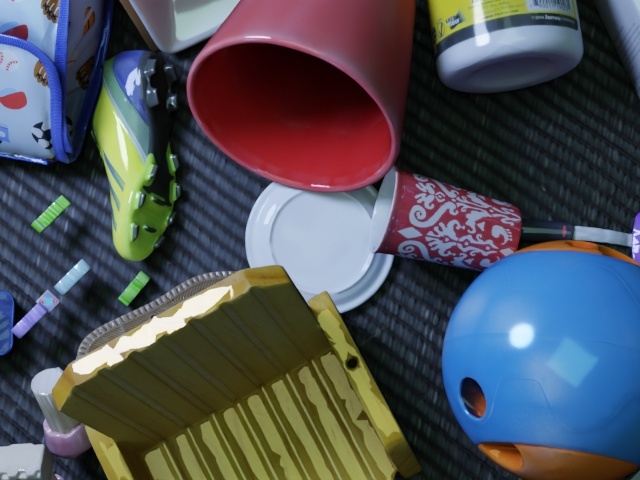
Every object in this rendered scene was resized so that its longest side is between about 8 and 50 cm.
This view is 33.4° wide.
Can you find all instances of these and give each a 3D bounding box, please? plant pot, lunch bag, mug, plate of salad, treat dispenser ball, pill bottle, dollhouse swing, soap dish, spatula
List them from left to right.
[{"bbox_3d":[-0.455,-0.310,1.418,0.328,0.239,0.385,11,99,6],"label":"lunch bag"},{"bbox_3d":[-0.444,0.107,1.432,0.067,0.065,0.098,3,84,-15],"label":"lunch bag"},{"bbox_3d":[-0.139,-0.392,1.408,0.291,0.229,0.118,-26,64,1],"label":"soap dish"},{"bbox_3d":[-0.092,0.239,1.263,0.347,0.305,0.315,-28,80,0],"label":"dollhouse swing"},{"bbox_3d":[-0.001,-0.237,1.338,0.275,0.275,0.243,16,59,7],"label":"plant pot"},{"bbox_3d":[0.000,0.000,1.417,0.200,0.048,0.200,0,89,-6],"label":"plate of salad"},{"bbox_3d":[0.159,-0.033,1.356,0.169,0.113,0.150,14,47,-7],"label":"mug"},{"bbox_3d":[0.223,-0.374,1.383,0.188,0.188,0.334,-7,81,4],"label":"pill bottle"},{"bbox_3d":[0.287,0.143,1.250,0.288,0.288,0.288,-1,82,5],"label":"treat dispenser ball"},{"bbox_3d":[0.352,-0.008,1.397,0.296,0.030,0.084,5,81,6],"label":"spatula"}]

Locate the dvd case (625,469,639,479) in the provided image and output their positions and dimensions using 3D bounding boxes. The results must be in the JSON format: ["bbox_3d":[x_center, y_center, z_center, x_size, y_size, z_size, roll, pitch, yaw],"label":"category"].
[{"bbox_3d":[0.460,0.385,1.337,0.164,0.018,0.221,-44,81,-1],"label":"dvd case"}]

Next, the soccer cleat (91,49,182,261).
[{"bbox_3d":[-0.259,-0.114,1.449,0.121,0.093,0.289,-1,83,27],"label":"soccer cleat"}]

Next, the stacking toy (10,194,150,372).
[{"bbox_3d":[-0.352,0.074,1.398,0.167,0.052,0.221,43,75,-8],"label":"stacking toy"}]

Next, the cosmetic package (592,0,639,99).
[{"bbox_3d":[0.462,-0.340,1.373,0.197,0.155,0.365,-22,80,1],"label":"cosmetic package"}]

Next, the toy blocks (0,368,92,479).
[{"bbox_3d":[-0.429,0.356,1.304,0.289,0.260,0.309,-4,44,3],"label":"toy blocks"}]

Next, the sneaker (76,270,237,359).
[{"bbox_3d":[-0.196,0.136,1.400,0.282,0.153,0.099,-21,71,-30],"label":"sneaker"}]
